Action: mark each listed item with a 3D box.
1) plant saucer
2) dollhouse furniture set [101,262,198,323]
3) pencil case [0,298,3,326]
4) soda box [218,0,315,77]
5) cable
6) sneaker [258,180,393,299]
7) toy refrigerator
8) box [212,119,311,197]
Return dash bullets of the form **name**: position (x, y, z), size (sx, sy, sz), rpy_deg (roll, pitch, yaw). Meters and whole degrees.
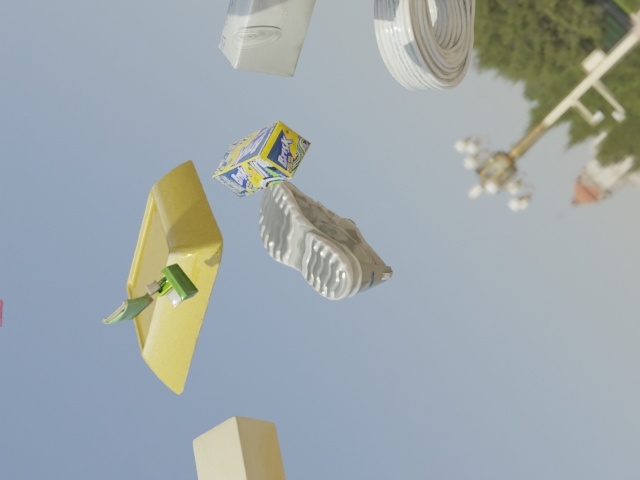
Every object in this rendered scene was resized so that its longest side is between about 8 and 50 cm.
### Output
- **plant saucer**: position (-0.286, 0.059, 2.096), size (0.081, 0.333, 0.333), rpy_deg (8, -152, -22)
- **dollhouse furniture set**: position (-0.263, 0.102, 1.774), size (0.058, 0.151, 0.076), rpy_deg (54, -156, 8)
- **pencil case**: position (-0.645, 0.074, 1.579), size (0.386, 0.160, 0.167), rpy_deg (17, -171, -19)
- **soda box**: position (-0.056, -0.380, 1.581), size (0.098, 0.286, 0.091), rpy_deg (6, -153, -26)
- **cable**: position (0.171, -0.372, 1.845), size (0.257, 0.089, 0.257), rpy_deg (-4, -89, -58)
- **sneaker**: position (0.000, 0.000, 1.711), size (0.115, 0.105, 0.281), rpy_deg (-2, -144, -35)
- **toy refrigerator**: position (-0.102, 0.404, 1.650), size (0.094, 0.102, 0.269), rpy_deg (19, -133, -44)
- **box**: position (-0.080, -0.105, 1.482), size (0.054, 0.059, 0.169), rpy_deg (34, 161, -19)
